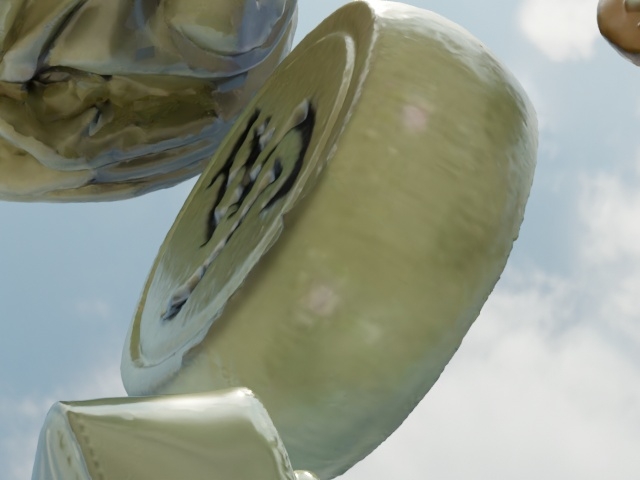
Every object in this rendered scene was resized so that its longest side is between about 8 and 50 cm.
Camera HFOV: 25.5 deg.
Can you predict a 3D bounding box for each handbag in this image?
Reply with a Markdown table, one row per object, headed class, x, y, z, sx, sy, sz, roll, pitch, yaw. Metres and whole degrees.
| class | x | y | z | sx | sy | sz | roll | pitch | yaw |
| --- | --- | --- | --- | --- | --- | --- | --- | --- | --- |
| handbag | -0.034 | 0.187 | 0.393 | 0.079 | 0.256 | 0.219 | -3 | -142 | -24 |

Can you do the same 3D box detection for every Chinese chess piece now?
| class | x | y | z | sx | sy | sz | roll | pitch | yaw |
| --- | --- | --- | --- | --- | --- | --- | --- | --- | --- |
| Chinese chess piece | 0.000 | 0.000 | 0.699 | 0.101 | 0.250 | 0.250 | 32 | -117 | -15 |

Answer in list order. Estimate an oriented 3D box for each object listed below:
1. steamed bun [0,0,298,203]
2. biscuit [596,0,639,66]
| class | x | y | z | sx | sy | sz | roll | pitch | yaw |
| --- | --- | --- | --- | --- | --- | --- | --- | --- | --- |
| steamed bun | -0.146 | -0.173 | 0.955 | 0.339 | 0.352 | 0.247 | -23 | -137 | -37 |
| biscuit | 0.299 | -0.199 | 0.716 | 0.339 | 0.047 | 0.216 | -17 | -146 | 18 |
